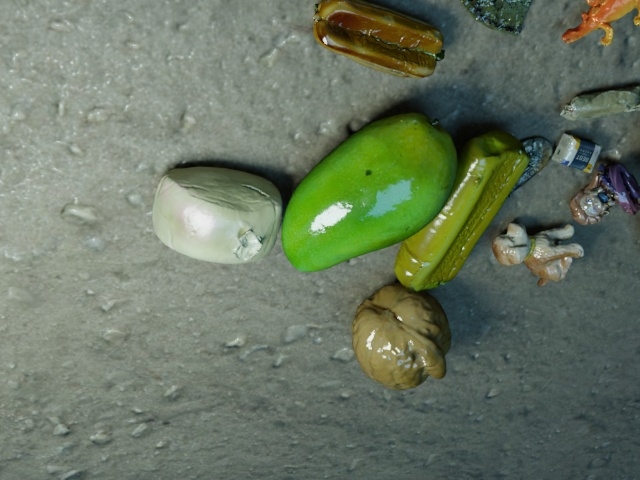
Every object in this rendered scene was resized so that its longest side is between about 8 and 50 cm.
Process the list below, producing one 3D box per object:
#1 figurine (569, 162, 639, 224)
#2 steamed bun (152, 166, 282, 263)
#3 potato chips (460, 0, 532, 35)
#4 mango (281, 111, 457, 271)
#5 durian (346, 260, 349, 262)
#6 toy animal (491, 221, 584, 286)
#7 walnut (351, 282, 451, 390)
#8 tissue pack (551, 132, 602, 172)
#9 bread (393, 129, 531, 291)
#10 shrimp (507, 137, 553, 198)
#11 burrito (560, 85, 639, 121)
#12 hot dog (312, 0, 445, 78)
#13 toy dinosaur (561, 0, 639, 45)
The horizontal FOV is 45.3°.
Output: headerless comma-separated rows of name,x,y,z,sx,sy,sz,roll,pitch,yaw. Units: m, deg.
figurine,0.605,-0.093,1.625,0.126,0.114,0.157,47,144,-4
steamed bun,-0.186,-0.036,1.421,0.239,0.152,0.169,5,128,-21
potato chips,0.337,-0.450,1.278,0.220,0.029,0.202,-37,127,20
mango,0.087,-0.077,1.421,0.382,0.201,0.225,-40,137,13
durian,0.002,-0.002,1.553,0.140,0.071,0.110,38,101,-11
toy animal,0.454,0.045,1.703,0.185,0.104,0.183,-2,138,-19
walnut,0.184,0.220,1.705,0.224,0.257,0.257,-50,132,-13
tissue pack,0.519,-0.177,1.551,0.083,0.042,0.062,12,107,-27
bread,0.269,-0.059,1.543,0.166,0.112,0.383,-7,136,-38
shrimp,0.402,-0.146,1.564,0.091,0.034,0.161,28,111,-30
burrito,0.555,-0.266,1.488,0.188,0.045,0.058,-10,125,-3
hot dog,0.101,-0.339,1.288,0.250,0.076,0.104,8,109,-26
toy dinosaur,0.541,-0.433,1.324,0.288,0.070,0.117,-30,131,6
